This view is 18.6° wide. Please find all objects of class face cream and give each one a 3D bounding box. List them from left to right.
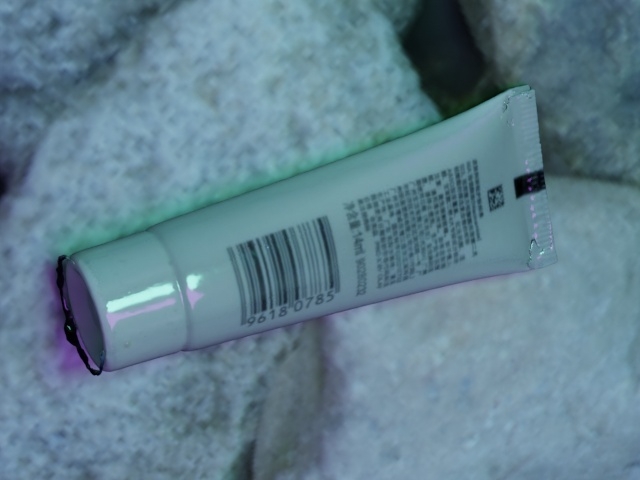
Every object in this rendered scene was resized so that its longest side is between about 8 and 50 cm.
[{"bbox_3d":[0.000,0.000,0.908,0.244,0.058,0.092,-16,108,-20],"label":"face cream"}]
